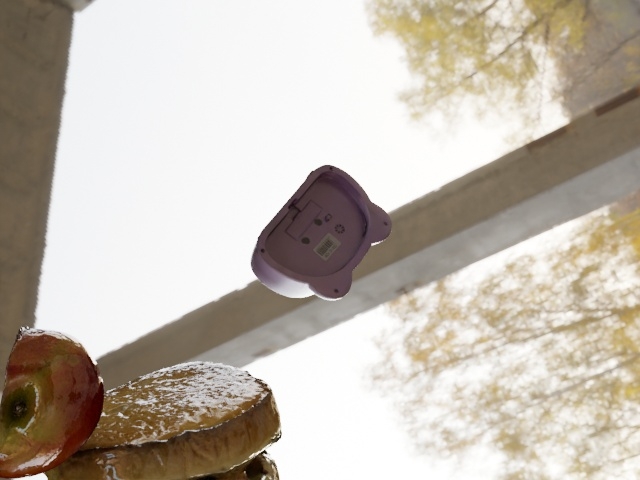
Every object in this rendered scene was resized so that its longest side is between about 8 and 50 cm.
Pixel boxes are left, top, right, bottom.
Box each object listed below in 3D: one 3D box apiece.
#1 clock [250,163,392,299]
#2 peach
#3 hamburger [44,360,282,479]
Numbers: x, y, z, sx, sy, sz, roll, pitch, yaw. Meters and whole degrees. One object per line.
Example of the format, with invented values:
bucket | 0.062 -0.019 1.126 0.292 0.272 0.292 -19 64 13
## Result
clock | 0.000 0.000 0.862 0.110 0.050 0.153 38 -123 1
peach | -0.166 0.103 0.505 0.098 0.061 0.098 -172 90 -86
hamburger | -0.112 0.168 0.585 0.191 0.182 0.118 -164 61 -81
